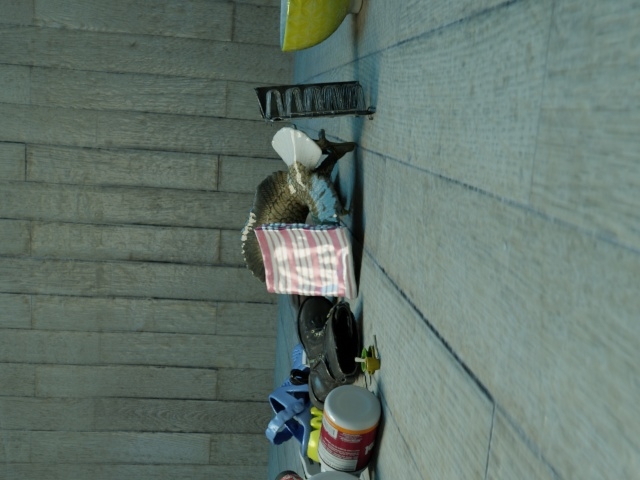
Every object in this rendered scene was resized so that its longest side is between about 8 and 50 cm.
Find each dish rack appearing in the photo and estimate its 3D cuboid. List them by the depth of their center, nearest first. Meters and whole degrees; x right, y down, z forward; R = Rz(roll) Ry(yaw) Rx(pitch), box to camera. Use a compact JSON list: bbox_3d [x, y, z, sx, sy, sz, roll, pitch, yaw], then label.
[{"bbox_3d":[-0.013,-0.255,1.334,0.271,0.208,0.074,-121,26,-76],"label":"dish rack"}]

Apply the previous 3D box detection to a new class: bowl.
[{"bbox_3d":[0.006,-0.526,1.455,0.289,0.156,0.290,-177,90,-84],"label":"bowl"}]

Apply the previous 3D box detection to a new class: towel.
[{"bbox_3d":[-0.028,0.040,1.334,0.029,0.197,0.144,-39,-55,-52],"label":"towel"}]

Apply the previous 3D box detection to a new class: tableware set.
[{"bbox_3d":[0.070,0.234,1.144,0.104,0.024,0.154,-96,12,-51],"label":"tableware set"}]

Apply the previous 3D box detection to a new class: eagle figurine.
[{"bbox_3d":[-0.020,-0.059,1.398,0.226,0.225,0.298,153,132,-70],"label":"eagle figurine"}]

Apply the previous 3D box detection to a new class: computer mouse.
[{"bbox_3d":[-0.006,0.240,1.500,0.193,0.106,0.042,-85,3,-65],"label":"computer mouse"}]

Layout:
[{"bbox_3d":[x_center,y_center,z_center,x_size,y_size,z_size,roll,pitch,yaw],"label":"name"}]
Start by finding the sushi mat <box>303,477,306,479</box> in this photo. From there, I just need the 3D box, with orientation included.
[{"bbox_3d":[-0.031,0.597,1.850,0.151,0.019,0.317,118,154,-76],"label":"sushi mat"}]

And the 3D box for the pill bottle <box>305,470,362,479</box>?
[{"bbox_3d":[0.010,0.471,1.096,0.130,0.130,0.246,-95,10,-49],"label":"pill bottle"}]

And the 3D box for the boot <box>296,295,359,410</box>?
[{"bbox_3d":[0.024,0.177,1.347,0.229,0.091,0.263,107,157,-55],"label":"boot"}]

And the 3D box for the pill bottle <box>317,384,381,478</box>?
[{"bbox_3d":[0.041,0.302,1.097,0.086,0.086,0.152,-97,12,-55],"label":"pill bottle"}]

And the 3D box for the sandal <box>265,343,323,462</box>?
[{"bbox_3d":[-0.056,0.364,1.675,0.317,0.138,0.126,-93,7,-53],"label":"sandal"}]

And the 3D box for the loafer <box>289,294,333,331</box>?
[{"bbox_3d":[-0.011,0.148,1.589,0.302,0.095,0.109,80,-172,-48],"label":"loafer"}]

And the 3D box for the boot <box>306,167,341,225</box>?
[{"bbox_3d":[-0.007,-0.106,1.625,0.258,0.095,0.123,130,136,-80],"label":"boot"}]

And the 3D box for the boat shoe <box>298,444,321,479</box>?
[{"bbox_3d":[-0.025,0.531,1.709,0.142,0.049,0.040,-109,22,-67],"label":"boat shoe"}]

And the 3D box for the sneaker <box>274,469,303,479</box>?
[{"bbox_3d":[-0.049,0.682,1.658,0.145,0.090,0.270,-173,76,-70],"label":"sneaker"}]
